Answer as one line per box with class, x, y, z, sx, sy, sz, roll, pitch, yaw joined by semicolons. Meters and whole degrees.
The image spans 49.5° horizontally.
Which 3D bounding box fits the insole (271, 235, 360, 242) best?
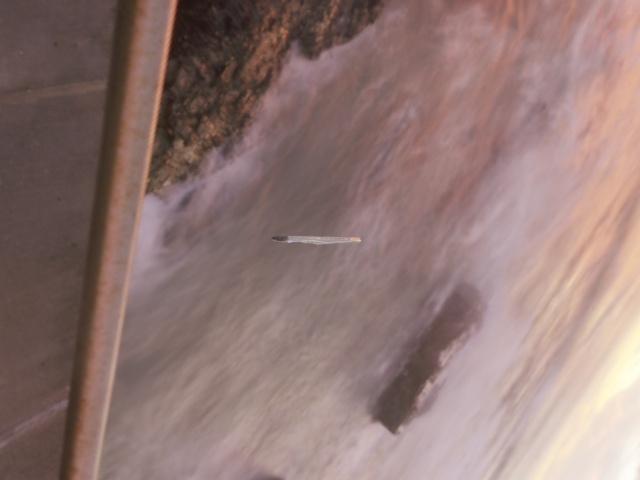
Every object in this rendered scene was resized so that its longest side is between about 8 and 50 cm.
insole;0.000;0.000;1.042;0.192;0.063;0.010;1;87;-52
